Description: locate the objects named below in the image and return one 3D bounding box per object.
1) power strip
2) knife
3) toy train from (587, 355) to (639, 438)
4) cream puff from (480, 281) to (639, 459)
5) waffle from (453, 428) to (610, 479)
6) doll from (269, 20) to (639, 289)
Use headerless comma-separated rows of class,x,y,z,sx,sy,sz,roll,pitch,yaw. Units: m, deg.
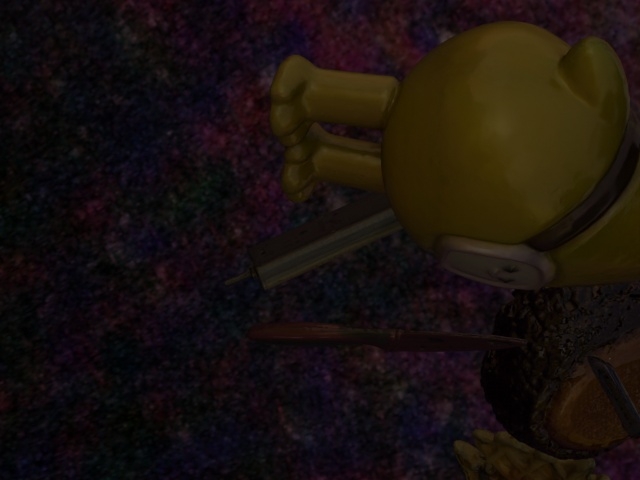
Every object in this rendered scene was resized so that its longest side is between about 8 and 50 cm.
power strip,0.000,0.000,1.204,0.092,0.268,0.034,-127,-166,-68
knife,0.053,0.087,0.824,0.035,0.247,0.018,69,28,-52
toy train,0.265,0.137,0.851,0.017,0.017,0.083,17,42,-49
cream puff,0.290,0.125,1.068,0.239,0.239,0.165,36,12,-37
waffle,0.309,0.356,1.340,0.056,0.250,0.261,-50,132,-33
doll,0.155,-0.039,0.552,0.199,0.363,0.145,82,21,-56
